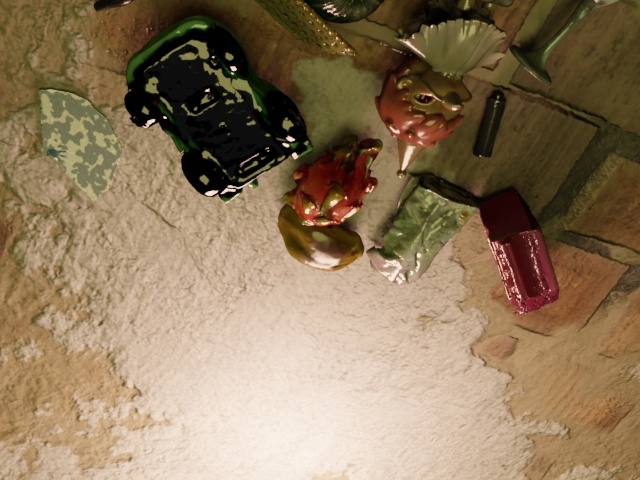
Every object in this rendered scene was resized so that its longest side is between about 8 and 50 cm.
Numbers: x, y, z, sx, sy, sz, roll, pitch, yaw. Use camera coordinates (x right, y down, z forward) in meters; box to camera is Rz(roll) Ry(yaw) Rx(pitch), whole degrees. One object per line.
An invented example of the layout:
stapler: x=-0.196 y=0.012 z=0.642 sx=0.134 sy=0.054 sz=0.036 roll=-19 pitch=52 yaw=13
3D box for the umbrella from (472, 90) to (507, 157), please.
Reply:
umbrella: x=0.310 y=-0.210 z=1.913 sx=0.036 sy=0.031 sz=0.133 roll=-13 pitch=131 yaw=-31

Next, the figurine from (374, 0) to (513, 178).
figurine: x=0.193 y=-0.262 z=1.774 sx=0.207 sy=0.166 sz=0.387 roll=4 pitch=126 yaw=-35

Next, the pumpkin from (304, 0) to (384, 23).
pumpkin: x=0.039 y=-0.428 z=1.663 sx=0.167 sy=0.125 sz=0.167 roll=-9 pitch=140 yaw=-7

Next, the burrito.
burrito: x=0.191 y=-0.012 z=2.008 sx=0.144 sy=0.089 sz=0.229 roll=21 pitch=118 yaw=-16

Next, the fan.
fan: x=-0.426 y=-0.172 z=1.863 sx=0.131 sy=0.009 sz=0.240 roll=-15 pitch=126 yaw=4

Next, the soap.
soap: x=0.381 y=0.038 z=2.025 sx=0.099 sy=0.162 sz=0.250 roll=-23 pitch=127 yaw=2

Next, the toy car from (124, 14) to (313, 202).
toy car: x=-0.161 y=-0.214 z=1.772 sx=0.213 sy=0.176 sz=0.359 roll=-33 pitch=119 yaw=15

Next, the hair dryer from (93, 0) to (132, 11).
hair dryer: x=-0.341 y=-0.414 z=1.695 sx=0.079 sy=0.031 sz=0.083 roll=-16 pitch=113 yaw=16

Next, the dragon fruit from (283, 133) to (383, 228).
dragon fruit: x=0.035 y=-0.111 z=1.893 sx=0.207 sy=0.150 sz=0.133 roll=-43 pitch=88 yaw=17

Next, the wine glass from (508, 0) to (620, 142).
wine glass: x=0.521 y=-0.363 z=1.785 sx=0.264 sy=0.096 sz=0.309 roll=32 pitch=115 yaw=-24

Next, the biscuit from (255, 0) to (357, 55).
biscuit: x=-0.044 y=-0.364 z=1.700 sx=0.203 sy=0.144 sz=0.016 roll=38 pitch=78 yaw=-28

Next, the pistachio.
pistachio: x=-0.003 y=0.001 z=1.983 sx=0.189 sy=0.100 sz=0.110 roll=32 pitch=112 yaw=-28
